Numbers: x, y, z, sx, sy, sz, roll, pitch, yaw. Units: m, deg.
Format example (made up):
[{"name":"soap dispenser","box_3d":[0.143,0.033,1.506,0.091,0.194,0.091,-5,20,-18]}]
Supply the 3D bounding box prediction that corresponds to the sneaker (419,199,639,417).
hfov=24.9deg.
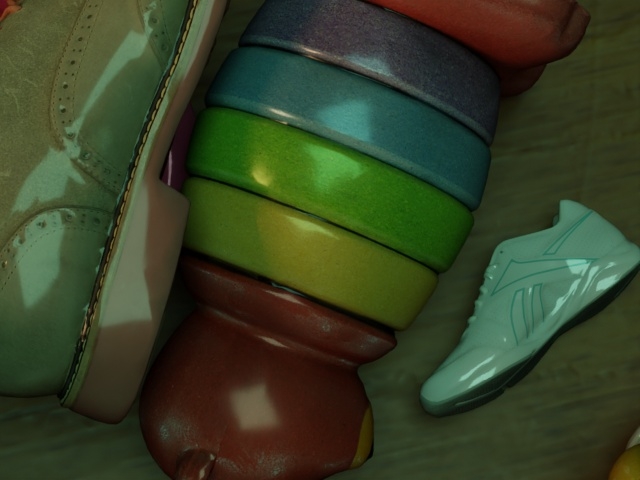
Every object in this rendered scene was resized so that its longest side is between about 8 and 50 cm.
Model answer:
[{"name":"sneaker","box_3d":[0.106,0.038,0.792,0.152,0.054,0.061,-38,74,-16]}]

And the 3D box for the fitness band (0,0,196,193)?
[{"name":"fitness band","box_3d":[-0.201,-0.060,0.744,0.290,0.054,0.209,26,71,-17]}]

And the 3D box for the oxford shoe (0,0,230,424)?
[{"name":"oxford shoe","box_3d":[-0.119,-0.094,0.698,0.130,0.123,0.348,13,71,-14]}]

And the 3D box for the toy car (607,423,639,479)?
[{"name":"toy car","box_3d":[0.216,0.180,0.733,0.182,0.159,0.136,23,113,1]}]

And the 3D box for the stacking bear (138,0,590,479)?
[{"name":"stacking bear","box_3d":[0.000,0.000,0.742,0.164,0.175,0.289,21,86,-1]}]
